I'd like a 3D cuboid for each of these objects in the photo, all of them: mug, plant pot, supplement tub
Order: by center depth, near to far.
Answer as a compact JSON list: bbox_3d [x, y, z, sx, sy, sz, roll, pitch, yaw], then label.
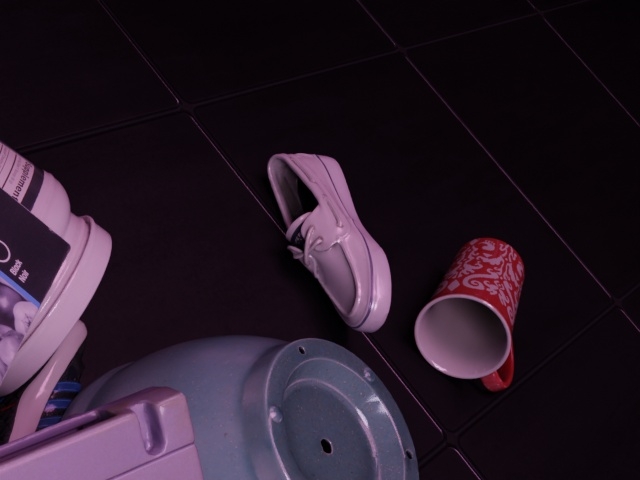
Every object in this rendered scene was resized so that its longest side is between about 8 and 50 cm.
[{"bbox_3d":[-0.327,-0.015,0.943,0.272,0.191,0.191,38,36,-22],"label":"supplement tub"},{"bbox_3d":[-0.046,0.196,0.958,0.293,0.196,0.293,32,40,-32],"label":"plant pot"},{"bbox_3d":[0.186,0.089,1.422,0.113,0.150,0.169,9,30,15],"label":"mug"}]

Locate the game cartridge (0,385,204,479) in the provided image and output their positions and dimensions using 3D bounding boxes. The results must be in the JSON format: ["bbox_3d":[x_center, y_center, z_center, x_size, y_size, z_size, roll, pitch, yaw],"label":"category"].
[{"bbox_3d":[-0.214,0.252,0.702,0.355,0.068,0.230,-18,106,-37],"label":"game cartridge"}]

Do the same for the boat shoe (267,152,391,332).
[{"bbox_3d":[0.000,0.000,1.338,0.084,0.095,0.258,8,39,-32],"label":"boat shoe"}]

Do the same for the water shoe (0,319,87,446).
[{"bbox_3d":[-0.237,0.155,0.993,0.080,0.073,0.203,53,33,-28],"label":"water shoe"}]

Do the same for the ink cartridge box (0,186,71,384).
[{"bbox_3d":[-0.283,0.010,0.772,0.208,0.045,0.206,40,34,-20],"label":"ink cartridge box"}]
